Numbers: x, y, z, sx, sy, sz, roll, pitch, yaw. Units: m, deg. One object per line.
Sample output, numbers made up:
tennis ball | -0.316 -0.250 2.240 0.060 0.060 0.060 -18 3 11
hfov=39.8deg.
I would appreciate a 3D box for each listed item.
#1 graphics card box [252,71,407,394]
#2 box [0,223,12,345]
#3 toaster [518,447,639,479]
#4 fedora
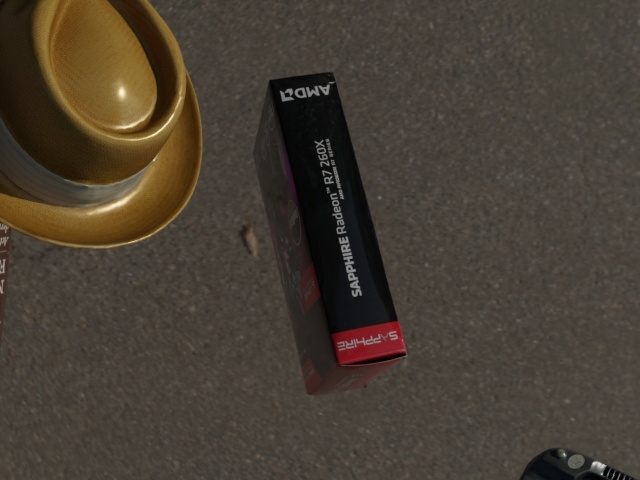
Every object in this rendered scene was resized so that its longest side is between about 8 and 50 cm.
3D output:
graphics card box | 0.000 0.000 1.140 0.094 0.233 0.370 -9 74 -12
box | -0.322 0.096 0.602 0.143 0.191 0.381 8 94 6
toaster | 0.247 0.284 0.738 0.129 0.227 0.146 -53 159 -33
fedora | -0.134 -0.094 0.503 0.194 0.079 0.194 17 60 -32
